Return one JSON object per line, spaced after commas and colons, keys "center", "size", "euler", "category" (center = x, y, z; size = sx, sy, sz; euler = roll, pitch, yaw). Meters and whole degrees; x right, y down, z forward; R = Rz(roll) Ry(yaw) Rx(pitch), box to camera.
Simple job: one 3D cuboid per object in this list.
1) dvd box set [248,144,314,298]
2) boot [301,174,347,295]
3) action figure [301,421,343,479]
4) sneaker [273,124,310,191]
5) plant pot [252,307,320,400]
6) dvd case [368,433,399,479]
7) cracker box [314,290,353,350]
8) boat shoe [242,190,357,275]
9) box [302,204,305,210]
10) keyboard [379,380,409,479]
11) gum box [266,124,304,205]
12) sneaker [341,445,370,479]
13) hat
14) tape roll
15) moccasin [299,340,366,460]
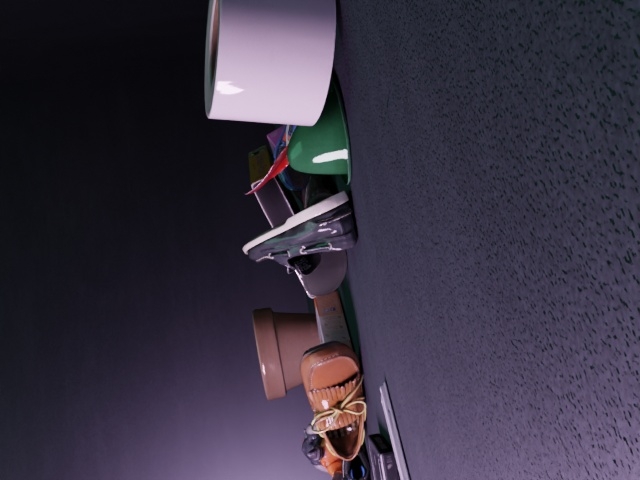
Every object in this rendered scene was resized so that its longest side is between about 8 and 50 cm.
{"center": [-0.085, -0.063, 1.857], "size": [0.307, 0.062, 0.420], "euler": [63, -178, -17], "category": "dvd box set"}
{"center": [-0.002, -0.038, 1.602], "size": [0.229, 0.091, 0.262], "euler": [-107, 19, -63], "category": "boot"}
{"center": [0.012, 0.537, 2.085], "size": [0.330, 0.179, 0.341], "euler": [136, 122, -73], "category": "action figure"}
{"center": [-0.040, -0.208, 1.499], "size": [0.087, 0.083, 0.221], "euler": [-167, 81, -67], "category": "sneaker"}
{"center": [-0.061, 0.306, 2.104], "size": [0.263, 0.230, 0.262], "euler": [171, 90, -85], "category": "plant pot"}
{"center": [0.128, 0.487, 1.349], "size": [0.179, 0.030, 0.238], "euler": [131, 129, -84], "category": "dvd case"}
{"center": [0.037, 0.259, 1.798], "size": [0.232, 0.067, 0.155], "euler": [-106, 7, -50], "category": "cracker box"}
{"center": [-0.035, 0.009, 1.406], "size": [0.340, 0.127, 0.113], "euler": [-27, 91, 51], "category": "boat shoe"}
{"center": [-0.022, -0.092, 1.964], "size": [0.178, 0.043, 0.108], "euler": [-110, 12, -66], "category": "box"}
{"center": [0.129, 0.356, 1.193], "size": [0.072, 0.014, 0.255], "euler": [78, 180, -55], "category": "keyboard"}
{"center": [-0.055, -0.171, 1.737], "size": [0.107, 0.062, 0.188], "euler": [53, 171, 31], "category": "gum box"}
{"center": [0.087, 0.605, 1.803], "size": [0.121, 0.079, 0.216], "euler": [94, 167, -78], "category": "sneaker"}
{"center": [-0.052, -0.158, 1.267], "size": [0.173, 0.184, 0.208], "euler": [-109, 10, -63], "category": "hat"}
{"center": [-0.085, -0.305, 1.153], "size": [0.246, 0.169, 0.246], "euler": [-177, 90, -77], "category": "tape roll"}
{"center": [0.033, 0.354, 1.606], "size": [0.380, 0.139, 0.147], "euler": [88, 165, -45], "category": "moccasin"}
